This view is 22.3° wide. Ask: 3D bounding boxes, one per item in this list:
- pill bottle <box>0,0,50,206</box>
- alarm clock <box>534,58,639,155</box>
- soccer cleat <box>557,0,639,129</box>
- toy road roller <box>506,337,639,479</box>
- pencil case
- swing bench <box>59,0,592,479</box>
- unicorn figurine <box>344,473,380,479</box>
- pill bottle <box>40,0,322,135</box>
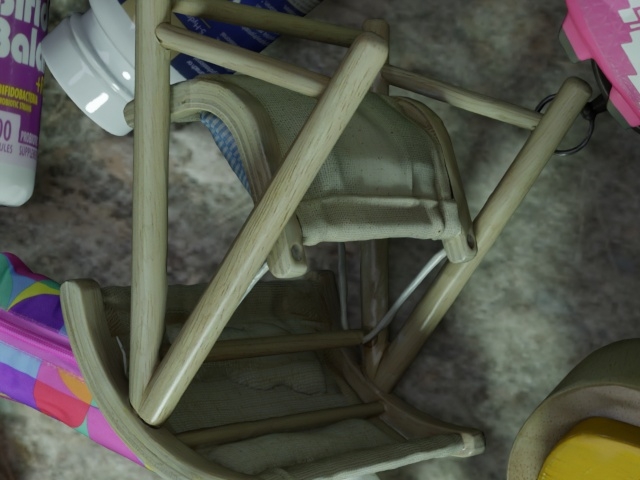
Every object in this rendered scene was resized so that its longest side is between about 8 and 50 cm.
[{"bbox_3d":[-0.263,-0.178,1.085,0.169,0.169,0.301,3,88,18],"label":"pill bottle"},{"bbox_3d":[0.214,-0.107,0.983,0.192,0.064,0.129,-28,79,12],"label":"alarm clock"},{"bbox_3d":[0.240,-0.076,0.878,0.143,0.116,0.331,-30,86,30],"label":"soccer cleat"},{"bbox_3d":[0.249,0.217,0.886,0.329,0.202,0.240,22,104,16],"label":"toy road roller"},{"bbox_3d":[-0.132,0.089,1.064,0.236,0.104,0.104,20,93,19],"label":"pencil case"},{"bbox_3d":[0.000,0.000,0.927,0.165,0.253,0.254,22,101,31],"label":"swing bench"},{"bbox_3d":[0.038,0.181,1.023,0.162,0.060,0.111,37,98,16],"label":"unicorn figurine"},{"bbox_3d":[-0.085,-0.157,1.057,0.187,0.112,0.112,-38,76,12],"label":"pill bottle"}]
